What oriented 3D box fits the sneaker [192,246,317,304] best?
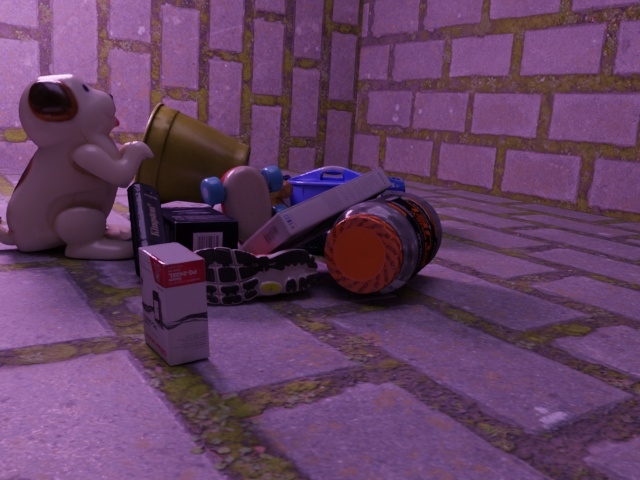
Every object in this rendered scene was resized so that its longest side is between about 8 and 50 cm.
[{"bbox_3d":[-0.145,0.072,1.166,0.278,0.107,0.118,2,-7,-24],"label":"sneaker"}]

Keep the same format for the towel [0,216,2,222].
[{"bbox_3d":[-0.993,-0.050,1.604,0.102,0.021,0.237,11,13,27],"label":"towel"}]

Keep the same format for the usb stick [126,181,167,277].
[{"bbox_3d":[-0.369,-0.023,1.283,0.077,0.045,0.278,12,39,-33],"label":"usb stick"}]

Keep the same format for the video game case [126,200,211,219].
[{"bbox_3d":[-0.468,-0.087,1.848,0.201,0.023,0.183,9,21,44],"label":"video game case"}]

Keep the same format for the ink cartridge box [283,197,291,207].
[{"bbox_3d":[-0.158,-0.169,2.280,0.143,0.090,0.092,3,12,-7],"label":"ink cartridge box"}]

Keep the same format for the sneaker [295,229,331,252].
[{"bbox_3d":[0.001,-0.002,1.526,0.226,0.086,0.163,0,10,-24],"label":"sneaker"}]

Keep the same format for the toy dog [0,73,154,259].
[{"bbox_3d":[-0.599,-0.185,1.427,0.395,0.408,0.284,2,11,-12],"label":"toy dog"}]

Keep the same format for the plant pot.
[{"bbox_3d":[-0.448,-0.275,2.178,0.352,0.367,0.366,14,10,-8],"label":"plant pot"}]

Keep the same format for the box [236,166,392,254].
[{"bbox_3d":[-0.018,-0.045,1.321,0.322,0.059,0.232,-26,-6,-39],"label":"box"}]

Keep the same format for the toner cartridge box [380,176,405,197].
[{"bbox_3d":[0.228,-0.109,1.929,0.075,0.165,0.348,6,12,6],"label":"toner cartridge box"}]

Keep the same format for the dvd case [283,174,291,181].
[{"bbox_3d":[-0.191,-0.157,2.089,0.018,0.164,0.221,43,19,7],"label":"dvd case"}]

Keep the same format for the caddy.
[{"bbox_3d":[0.045,-0.172,2.100,0.341,0.179,0.241,4,10,24],"label":"caddy"}]

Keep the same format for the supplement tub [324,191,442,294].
[{"bbox_3d":[0.137,0.004,1.278,0.193,0.194,0.316,8,13,22],"label":"supplement tub"}]

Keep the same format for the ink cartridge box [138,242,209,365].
[{"bbox_3d":[-0.211,0.089,0.860,0.063,0.151,0.109,-9,17,-33],"label":"ink cartridge box"}]

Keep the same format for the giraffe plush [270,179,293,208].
[{"bbox_3d":[-0.146,-0.124,1.863,0.210,0.171,0.181,-4,14,-33],"label":"giraffe plush"}]

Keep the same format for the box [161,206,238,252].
[{"bbox_3d":[-0.302,-0.012,1.426,0.153,0.108,0.207,-3,13,-28],"label":"box"}]

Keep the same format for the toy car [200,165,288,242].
[{"bbox_3d":[-0.241,-0.095,1.678,0.219,0.210,0.238,-16,8,-32],"label":"toy car"}]
